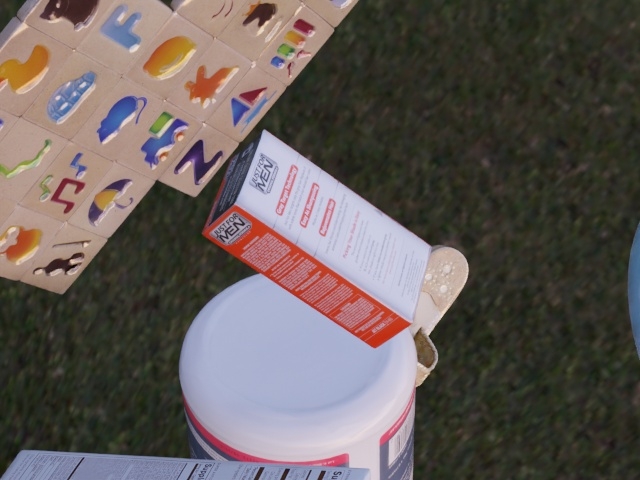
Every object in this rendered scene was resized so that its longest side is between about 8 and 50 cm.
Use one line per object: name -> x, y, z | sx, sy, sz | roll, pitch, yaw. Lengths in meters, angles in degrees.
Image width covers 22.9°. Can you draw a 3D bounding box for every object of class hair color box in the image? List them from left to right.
hair color box -> 0.000, 0.000, 1.011 | 0.141, 0.043, 0.072 | 35, 45, -17

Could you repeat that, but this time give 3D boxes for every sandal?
sandal -> 0.093, 0.114, 1.721 | 0.088, 0.079, 0.240 | 32, 87, -19

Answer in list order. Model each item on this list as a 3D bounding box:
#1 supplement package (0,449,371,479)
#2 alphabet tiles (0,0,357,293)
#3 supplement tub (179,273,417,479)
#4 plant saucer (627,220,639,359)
supplement package -> -0.077, 0.234, 0.832 | 0.203, 0.194, 0.149 | 1, 27, 15
alphabet tiles -> -0.087, -0.075, 0.761 | 0.237, 0.198, 0.009 | -49, 63, 8
supplement tub -> -0.015, 0.175, 1.333 | 0.191, 0.272, 0.191 | -1, 45, 1
plant saucer -> 0.347, 0.075, 1.058 | 0.318, 0.044, 0.317 | 15, 56, -23
